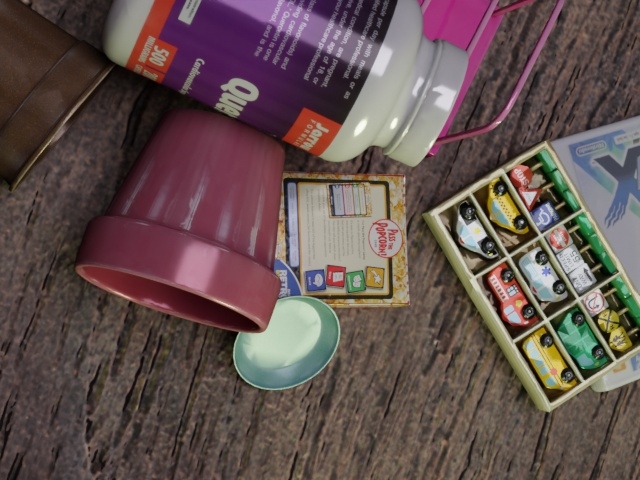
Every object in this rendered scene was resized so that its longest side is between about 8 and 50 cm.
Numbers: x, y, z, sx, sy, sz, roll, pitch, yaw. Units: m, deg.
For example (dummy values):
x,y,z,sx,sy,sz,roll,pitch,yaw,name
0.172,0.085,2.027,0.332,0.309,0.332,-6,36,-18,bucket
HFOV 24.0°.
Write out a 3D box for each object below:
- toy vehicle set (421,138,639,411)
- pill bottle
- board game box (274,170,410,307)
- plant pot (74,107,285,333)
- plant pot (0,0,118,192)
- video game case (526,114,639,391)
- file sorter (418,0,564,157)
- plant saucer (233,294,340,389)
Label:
x,y,z,sx,sy,sz,roll,pitch,yaw,name
0.253,0.039,1.714,0.166,0.035,0.266,-32,95,-11,toy vehicle set
-0.031,-0.191,1.423,0.323,0.181,0.181,25,75,-8,pill bottle
0.000,0.000,1.624,0.194,0.045,0.146,1,83,-24,board game box
-0.122,-0.024,1.485,0.201,0.201,0.180,21,77,-21,plant pot
-0.308,-0.161,1.449,0.165,0.167,0.167,39,70,-7,plant pot
0.425,-0.008,1.822,0.329,0.036,0.299,-17,92,-25,video game case
0.085,-0.260,1.616,0.291,0.182,0.202,32,73,-18,file sorter
-0.038,0.103,1.584,0.119,0.021,0.119,-12,124,-18,plant saucer
